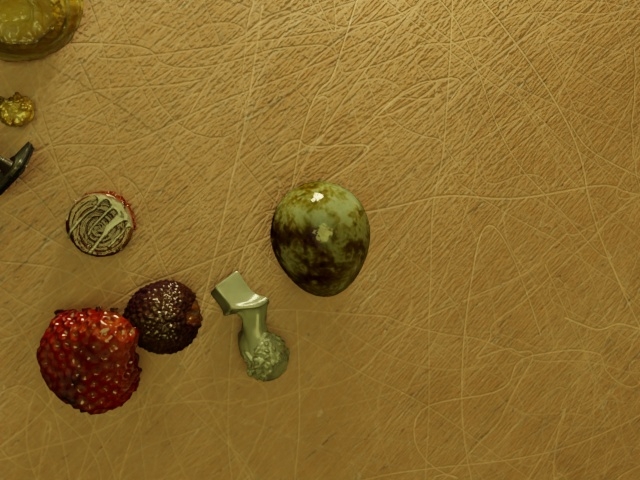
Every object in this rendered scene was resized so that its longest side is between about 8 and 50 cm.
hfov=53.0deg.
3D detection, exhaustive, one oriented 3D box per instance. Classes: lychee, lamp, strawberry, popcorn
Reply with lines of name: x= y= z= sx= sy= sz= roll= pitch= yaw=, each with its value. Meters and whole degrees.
lychee: x=-0.376 y=0.178 z=1.494 sx=0.188 sy=0.188 sz=0.188 roll=-1 pitch=95 yaw=-12
lamp: x=-0.794 y=-0.211 z=1.405 sx=0.203 sy=0.124 sz=0.283 roll=-38 pitch=109 yaw=25
strawberry: x=-0.511 y=0.286 z=1.428 sx=0.150 sy=0.280 sz=0.253 roll=-52 pitch=124 yaw=-46
popcorn: x=-0.693 y=-0.296 z=1.454 sx=0.083 sy=0.057 sz=0.082 roll=40 pitch=93 yaw=-15

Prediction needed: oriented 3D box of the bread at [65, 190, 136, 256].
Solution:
bread: x=-0.514 y=-0.041 z=1.503 sx=0.160 sy=0.073 sz=0.161 roll=-1 pitch=94 yaw=-11

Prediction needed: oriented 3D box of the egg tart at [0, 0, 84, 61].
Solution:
egg tart: x=-0.654 y=-0.512 z=1.363 sx=0.290 sy=0.115 sz=0.290 roll=-8 pitch=123 yaw=-13

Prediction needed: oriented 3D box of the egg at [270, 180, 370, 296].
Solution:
egg: x=0.000 y=0.000 z=1.534 sx=0.238 sy=0.238 sz=0.290 roll=-8 pitch=121 yaw=-11

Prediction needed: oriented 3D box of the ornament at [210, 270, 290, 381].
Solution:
ornament: x=-0.163 y=0.209 z=1.569 sx=0.120 sy=0.130 sz=0.285 roll=-24 pitch=99 yaw=-22
